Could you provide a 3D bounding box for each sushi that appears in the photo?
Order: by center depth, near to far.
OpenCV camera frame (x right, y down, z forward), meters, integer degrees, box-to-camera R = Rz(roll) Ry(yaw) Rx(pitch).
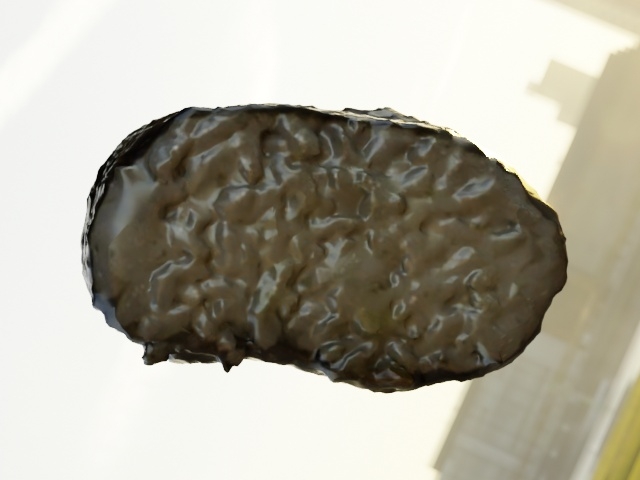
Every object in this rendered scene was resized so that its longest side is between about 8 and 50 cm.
[{"bbox_3d":[0.000,0.000,0.583,0.078,0.150,0.090,-172,85,-82],"label":"sushi"}]
